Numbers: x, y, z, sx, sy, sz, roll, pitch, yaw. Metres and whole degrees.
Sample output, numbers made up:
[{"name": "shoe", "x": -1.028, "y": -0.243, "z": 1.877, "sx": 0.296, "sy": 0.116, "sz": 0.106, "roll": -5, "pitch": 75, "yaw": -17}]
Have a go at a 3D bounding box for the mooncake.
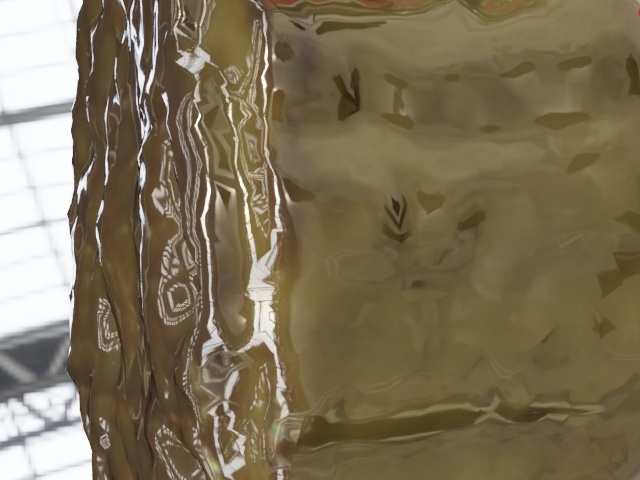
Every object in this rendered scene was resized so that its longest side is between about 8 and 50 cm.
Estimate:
[{"name": "mooncake", "x": 0.001, "y": 0.000, "z": 0.678, "sx": 0.324, "sy": 0.187, "sz": 0.324, "roll": 177, "pitch": 90, "yaw": -73}]
